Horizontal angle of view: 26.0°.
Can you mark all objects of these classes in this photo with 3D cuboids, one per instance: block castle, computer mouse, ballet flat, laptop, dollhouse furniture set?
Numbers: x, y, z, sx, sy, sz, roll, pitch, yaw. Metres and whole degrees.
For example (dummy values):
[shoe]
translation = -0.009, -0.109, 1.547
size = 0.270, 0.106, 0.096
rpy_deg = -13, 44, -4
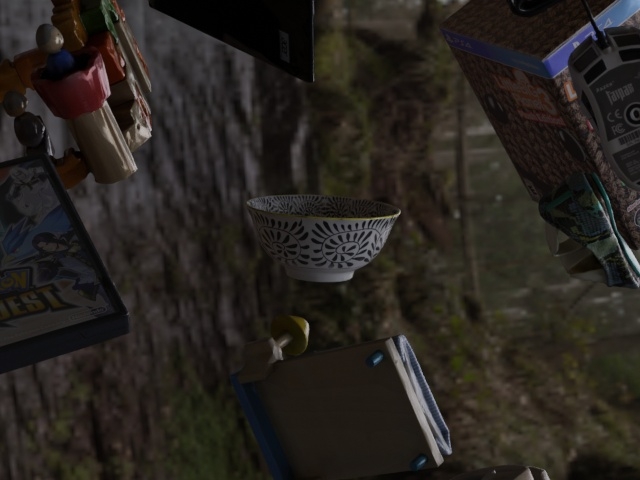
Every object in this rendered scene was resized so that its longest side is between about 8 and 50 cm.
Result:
[block castle]
translation = -0.393, -0.215, 1.753
size = 0.453, 0.303, 0.212
rpy_deg = -105, 175, -60
[computer mouse]
translation = 0.229, -0.128, 1.086
size = 0.042, 0.106, 0.193
rpy_deg = -70, 137, -83
[ballet flat]
translation = 0.230, 0.000, 1.201
size = 0.188, 0.070, 0.070
rpy_deg = 49, 14, -53
[laptop]
translation = -0.080, -0.289, 1.040
size = 0.234, 0.137, 0.264
rpy_deg = 91, -4, -54
[dollhouse furniture set]
translation = 0.115, 0.176, 1.338
size = 0.286, 0.198, 0.303
rpy_deg = -18, -80, 41

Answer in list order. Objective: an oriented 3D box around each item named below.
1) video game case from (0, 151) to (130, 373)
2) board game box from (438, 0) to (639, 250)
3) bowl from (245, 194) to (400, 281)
[video game case]
translation = -0.350, 0.034, 1.301
size = 0.035, 0.275, 0.248
rpy_deg = 93, -28, -44
[board game box]
translation = 0.313, -0.166, 1.677
size = 0.291, 0.141, 0.232
rpy_deg = 57, -11, -28
[bowl]
translation = 0.000, 0.000, 1.522
size = 0.170, 0.170, 0.080
rpy_deg = -156, -112, -63
